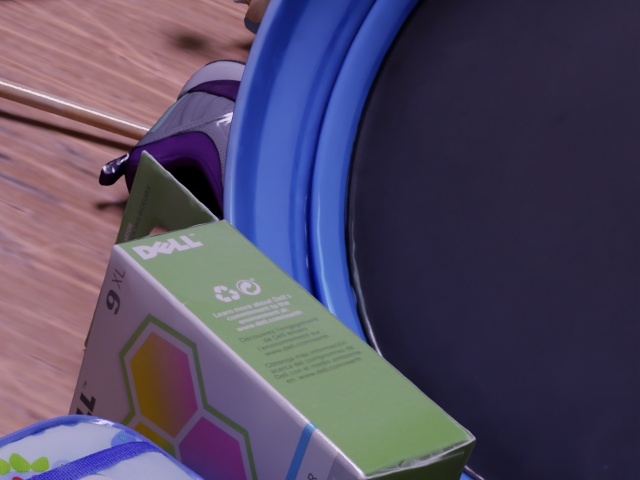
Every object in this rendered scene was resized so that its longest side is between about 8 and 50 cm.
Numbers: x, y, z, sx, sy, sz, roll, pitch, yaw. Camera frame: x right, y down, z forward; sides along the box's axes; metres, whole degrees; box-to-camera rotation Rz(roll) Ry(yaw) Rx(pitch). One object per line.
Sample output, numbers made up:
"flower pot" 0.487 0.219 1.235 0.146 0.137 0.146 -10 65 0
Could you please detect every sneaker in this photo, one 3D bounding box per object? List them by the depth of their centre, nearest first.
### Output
"sneaker" 0.000 0.000 0.968 0.223 0.083 0.098 30 55 25

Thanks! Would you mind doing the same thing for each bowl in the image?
"bowl" 0.148 -0.039 0.829 0.391 0.391 0.077 39 2 31

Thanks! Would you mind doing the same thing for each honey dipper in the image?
"honey dipper" -0.137 -0.070 1.036 0.160 0.030 0.030 17 31 -7

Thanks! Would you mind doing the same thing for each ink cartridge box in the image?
"ink cartridge box" -0.044 0.065 0.786 0.062 0.109 0.209 -14 43 -42

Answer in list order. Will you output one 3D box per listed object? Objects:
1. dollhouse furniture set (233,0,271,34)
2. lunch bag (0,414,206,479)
"dollhouse furniture set" 0.036 -0.280 1.204 0.198 0.286 0.303 34 23 25
"lunch bag" -0.103 0.148 0.648 0.176 0.090 0.219 35 34 32
